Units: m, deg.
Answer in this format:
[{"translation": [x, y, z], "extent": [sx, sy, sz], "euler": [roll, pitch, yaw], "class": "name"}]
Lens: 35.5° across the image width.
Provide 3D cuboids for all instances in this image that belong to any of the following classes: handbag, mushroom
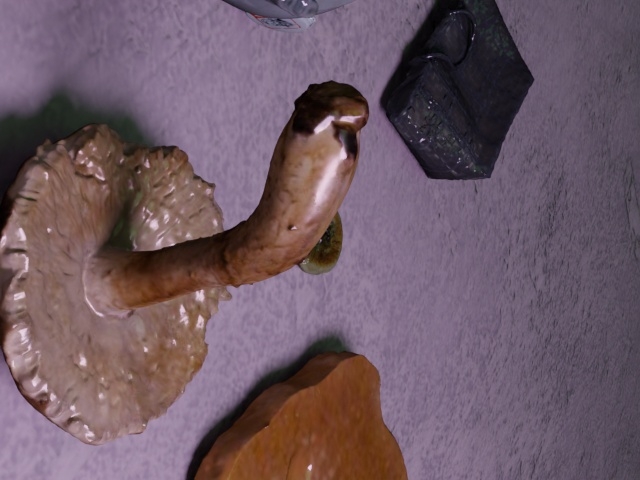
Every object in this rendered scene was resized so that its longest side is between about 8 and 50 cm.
[{"translation": [0.171, -0.194, 1.236], "extent": [0.175, 0.088, 0.270], "euler": [54, 53, -37], "class": "handbag"}, {"translation": [-0.114, 0.024, 0.681], "extent": [0.208, 0.301, 0.233], "euler": [-2, 85, -23], "class": "mushroom"}]

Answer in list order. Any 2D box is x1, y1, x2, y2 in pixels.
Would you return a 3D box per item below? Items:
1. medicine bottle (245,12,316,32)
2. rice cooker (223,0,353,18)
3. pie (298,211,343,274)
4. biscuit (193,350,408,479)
[{"translation": [-0.014, -0.309, 0.922], "extent": [0.121, 0.083, 0.229], "euler": [25, 75, -54], "class": "medicine bottle"}, {"translation": [-0.053, -0.314, 0.686], "extent": [0.264, 0.316, 0.317], "euler": [-25, 119, -29], "class": "rice cooker"}, {"translation": [0.000, -0.002, 1.063], "extent": [0.084, 0.021, 0.084], "euler": [-18, 111, -55], "class": "pie"}, {"translation": [-0.030, 0.326, 1.049], "extent": [0.385, 0.062, 0.365], "euler": [-44, 129, -43], "class": "biscuit"}]
